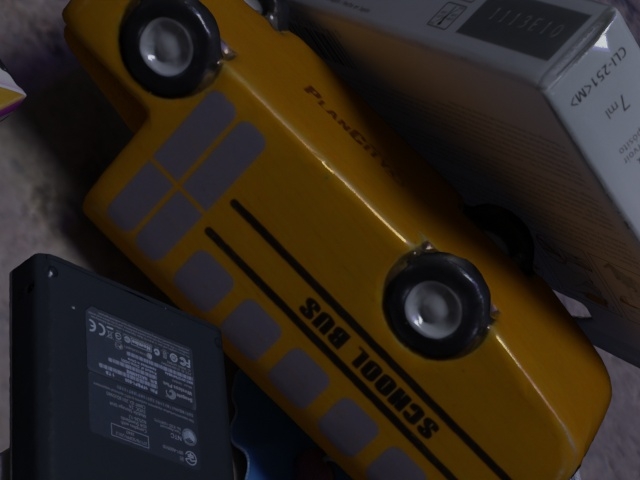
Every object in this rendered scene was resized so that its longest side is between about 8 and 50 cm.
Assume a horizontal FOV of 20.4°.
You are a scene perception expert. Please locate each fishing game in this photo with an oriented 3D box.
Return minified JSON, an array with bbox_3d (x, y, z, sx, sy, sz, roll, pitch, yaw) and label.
[{"bbox_3d":[0.032,0.123,0.959,0.189,0.041,0.264,33,43,-25],"label":"fishing game"}]

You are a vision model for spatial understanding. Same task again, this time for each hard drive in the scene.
[{"bbox_3d":[-0.070,0.079,0.643,0.094,0.022,0.135,27,43,-39],"label":"hard drive"}]

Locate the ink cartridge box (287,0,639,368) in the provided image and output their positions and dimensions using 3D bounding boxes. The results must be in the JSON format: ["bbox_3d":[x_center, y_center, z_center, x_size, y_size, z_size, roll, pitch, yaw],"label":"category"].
[{"bbox_3d":[0.102,-0.044,0.947,0.060,0.275,0.239,-46,125,-11],"label":"ink cartridge box"}]

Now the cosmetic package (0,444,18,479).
[{"bbox_3d":[-0.080,0.227,0.667,0.296,0.153,0.129,58,35,-1],"label":"cosmetic package"}]

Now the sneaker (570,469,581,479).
[{"bbox_3d":[0.124,0.124,1.061,0.058,0.052,0.135,-1,72,-59],"label":"sneaker"}]

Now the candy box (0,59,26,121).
[{"bbox_3d":[-0.259,-0.118,0.776,0.233,0.071,0.159,55,37,-3],"label":"candy box"}]

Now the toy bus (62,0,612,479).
[{"bbox_3d":[0.000,0.000,0.895,0.333,0.130,0.108,44,25,3],"label":"toy bus"}]
